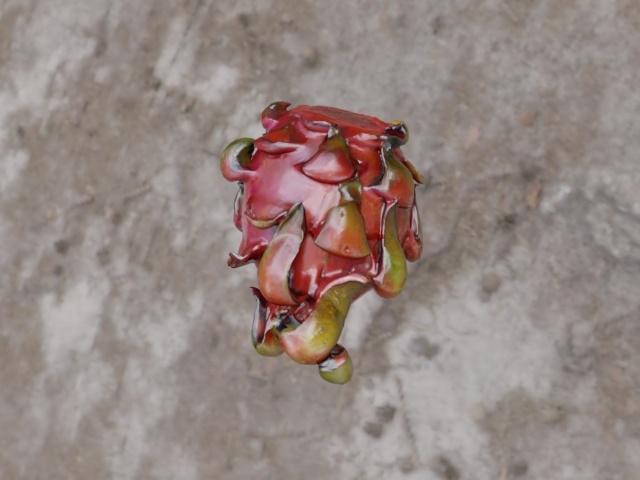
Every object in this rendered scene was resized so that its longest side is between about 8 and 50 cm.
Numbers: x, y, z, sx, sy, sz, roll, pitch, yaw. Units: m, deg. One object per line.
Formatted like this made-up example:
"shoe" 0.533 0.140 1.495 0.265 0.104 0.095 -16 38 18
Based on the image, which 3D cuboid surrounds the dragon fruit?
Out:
"dragon fruit" -0.003 -0.016 1.364 0.227 0.243 0.307 -2 29 18
